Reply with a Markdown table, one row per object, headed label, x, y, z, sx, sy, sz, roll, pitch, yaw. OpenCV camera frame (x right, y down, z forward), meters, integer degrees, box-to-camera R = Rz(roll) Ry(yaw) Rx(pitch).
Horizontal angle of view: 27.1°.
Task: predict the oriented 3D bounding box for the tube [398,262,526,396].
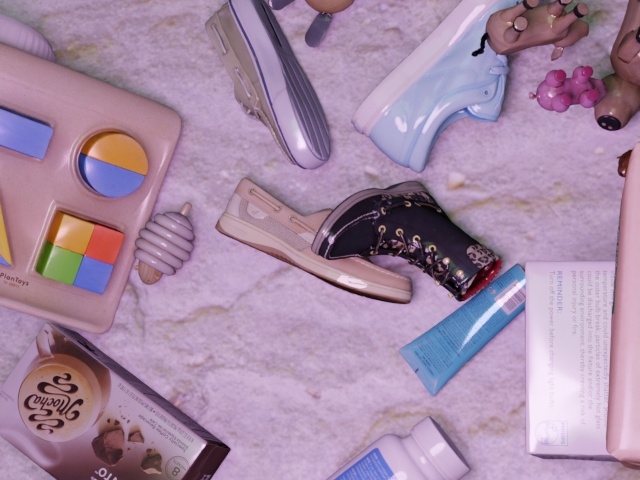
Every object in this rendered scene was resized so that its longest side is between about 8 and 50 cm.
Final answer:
| label | x | y | z | sx | sy | sz | roll | pitch | yaw |
| --- | --- | --- | --- | --- | --- | --- | --- | --- | --- |
| tube | 0.206 | 0.116 | 1.804 | 0.207 | 0.052 | 0.080 | -40 | 63 | 7 |

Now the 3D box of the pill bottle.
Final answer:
| label | x | y | z | sx | sy | sz | roll | pitch | yaw |
| --- | --- | --- | --- | --- | --- | --- | --- | --- | --- |
| pill bottle | 0.084 | 0.334 | 1.748 | 0.221 | 0.124 | 0.124 | -38 | 74 | 4 |

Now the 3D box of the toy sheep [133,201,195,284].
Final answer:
| label | x | y | z | sx | sy | sz | roll | pitch | yaw |
| --- | --- | --- | --- | --- | --- | --- | --- | --- | --- |
| toy sheep | -0.220 | 0.003 | 1.898 | 0.091 | 0.091 | 0.132 | 24 | 85 | 16 |

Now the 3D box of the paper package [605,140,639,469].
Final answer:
| label | x | y | z | sx | sy | sz | roll | pitch | yaw |
| --- | --- | --- | --- | --- | --- | --- | --- | --- | --- |
| paper package | 0.448 | 0.080 | 1.323 | 0.309 | 0.168 | 0.325 | 4 | 78 | 13 |

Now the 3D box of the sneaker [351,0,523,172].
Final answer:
| label | x | y | z | sx | sy | sz | roll | pitch | yaw |
| --- | --- | --- | --- | --- | --- | --- | --- | --- | --- |
| sneaker | 0.219 | -0.243 | 1.838 | 0.366 | 0.135 | 0.150 | -45 | 85 | 8 |

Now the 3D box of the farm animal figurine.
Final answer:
| label | x | y | z | sx | sy | sz | roll | pitch | yaw |
| --- | --- | --- | --- | --- | --- | --- | --- | --- | --- |
| farm animal figurine | 0.400 | -0.245 | 1.761 | 0.330 | 0.172 | 0.327 | 43 | 75 | -4 |

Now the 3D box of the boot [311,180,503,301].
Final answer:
| label | x | y | z | sx | sy | sz | roll | pitch | yaw |
| --- | --- | --- | --- | --- | --- | --- | --- | --- | --- |
| boot | 0.118 | 0.011 | 1.749 | 0.178 | 0.236 | 0.085 | 41 | 127 | 24 |

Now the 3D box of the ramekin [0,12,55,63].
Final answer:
| label | x | y | z | sx | sy | sz | roll | pitch | yaw |
| --- | --- | --- | --- | --- | --- | --- | --- | --- | --- |
| ramekin | -0.488 | -0.256 | 1.953 | 0.207 | 0.207 | 0.109 | 11 | 73 | 14 |

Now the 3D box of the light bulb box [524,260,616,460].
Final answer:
| label | x | y | z | sx | sy | sz | roll | pitch | yaw |
| --- | --- | --- | --- | --- | --- | --- | --- | --- | --- |
| light bulb box | 0.433 | 0.156 | 1.583 | 0.361 | 0.358 | 0.225 | -1 | 80 | 11 |

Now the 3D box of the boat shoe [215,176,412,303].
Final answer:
| label | x | y | z | sx | sy | sz | roll | pitch | yaw |
| --- | --- | --- | --- | --- | --- | --- | --- | --- | --- |
| boat shoe | 0.000 | 0.000 | 1.843 | 0.302 | 0.109 | 0.098 | 24 | 86 | 21 |

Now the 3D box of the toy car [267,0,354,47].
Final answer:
| label | x | y | z | sx | sy | sz | roll | pitch | yaw |
| --- | --- | --- | --- | --- | --- | --- | --- | --- | --- |
| toy car | 0.015 | -0.377 | 1.900 | 0.188 | 0.149 | 0.155 | -44 | 84 | 13 |

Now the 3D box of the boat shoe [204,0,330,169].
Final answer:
| label | x | y | z | sx | sy | sz | roll | pitch | yaw |
| --- | --- | --- | --- | --- | --- | --- | --- | --- | --- |
| boat shoe | -0.076 | -0.221 | 1.914 | 0.094 | 0.109 | 0.302 | -32 | 65 | 21 |

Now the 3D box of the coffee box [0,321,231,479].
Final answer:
| label | x | y | z | sx | sy | sz | roll | pitch | yaw |
| --- | --- | --- | --- | --- | --- | --- | --- | --- | --- |
| coffee box | -0.298 | 0.269 | 1.847 | 0.297 | 0.119 | 0.168 | 35 | 87 | 17 |

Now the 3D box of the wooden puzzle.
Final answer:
| label | x | y | z | sx | sy | sz | roll | pitch | yaw |
| --- | --- | --- | --- | --- | --- | --- | --- | --- | --- |
| wooden puzzle | -0.383 | -0.071 | 1.850 | 0.322 | 0.080 | 0.348 | 19 | 87 | -24 |
